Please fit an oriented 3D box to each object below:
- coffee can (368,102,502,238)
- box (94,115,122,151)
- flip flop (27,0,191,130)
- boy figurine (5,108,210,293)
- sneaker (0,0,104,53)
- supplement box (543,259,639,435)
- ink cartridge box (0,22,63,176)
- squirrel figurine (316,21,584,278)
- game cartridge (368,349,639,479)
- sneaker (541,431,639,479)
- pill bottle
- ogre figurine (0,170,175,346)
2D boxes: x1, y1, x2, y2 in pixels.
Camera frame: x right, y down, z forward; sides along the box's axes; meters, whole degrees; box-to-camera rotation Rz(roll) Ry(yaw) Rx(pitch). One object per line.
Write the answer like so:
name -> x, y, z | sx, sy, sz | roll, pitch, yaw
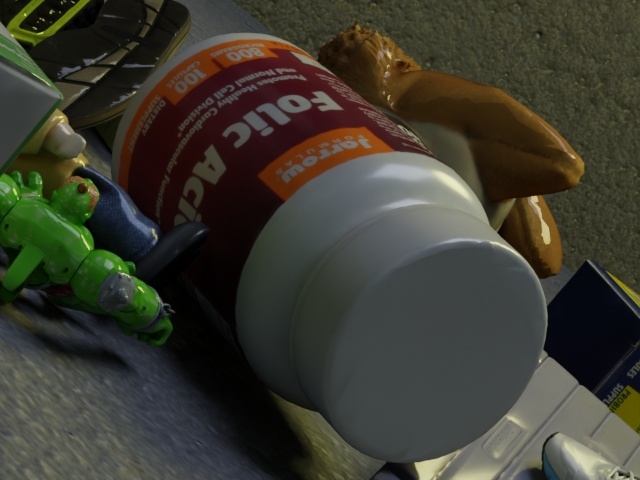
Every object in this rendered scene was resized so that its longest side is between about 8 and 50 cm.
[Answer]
coffee can -> 0.056, 0.009, 1.922 | 0.201, 0.201, 0.275 | 35, 11, -28
box -> -0.188, -0.138, 2.015 | 0.058, 0.087, 0.232 | 34, 10, -42
flip flop -> -0.206, -0.162, 1.921 | 0.112, 0.080, 0.277 | 23, 31, 6
boy figurine -> -0.216, -0.067, 1.518 | 0.285, 0.092, 0.177 | 45, -19, 7
sneaker -> -0.350, -0.249, 1.848 | 0.147, 0.145, 0.384 | 25, -1, 22
supplement box -> 0.394, 0.218, 2.267 | 0.356, 0.194, 0.195 | 35, 11, -26
ink cartridge box -> -0.289, -0.109, 1.281 | 0.092, 0.160, 0.219 | 29, 15, -51
squirrel figurine -> 0.132, -0.075, 2.420 | 0.397, 0.281, 0.370 | 46, 5, 20
game cartridge -> 0.177, 0.217, 1.619 | 0.230, 0.068, 0.355 | 45, 28, 6
sneaker -> 0.261, 0.209, 1.581 | 0.190, 0.083, 0.071 | 41, 30, 11
pill bottle -> 0.000, 0.000, 1.603 | 0.224, 0.224, 0.392 | 32, 7, -38
ogre figurine -> -0.186, 0.005, 1.379 | 0.197, 0.097, 0.118 | 55, -8, 1
